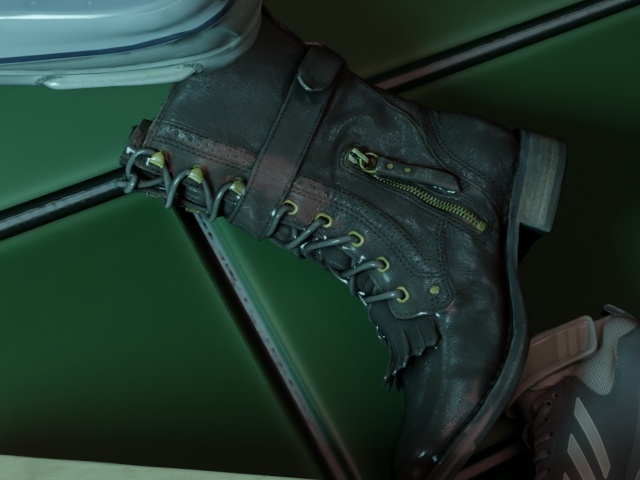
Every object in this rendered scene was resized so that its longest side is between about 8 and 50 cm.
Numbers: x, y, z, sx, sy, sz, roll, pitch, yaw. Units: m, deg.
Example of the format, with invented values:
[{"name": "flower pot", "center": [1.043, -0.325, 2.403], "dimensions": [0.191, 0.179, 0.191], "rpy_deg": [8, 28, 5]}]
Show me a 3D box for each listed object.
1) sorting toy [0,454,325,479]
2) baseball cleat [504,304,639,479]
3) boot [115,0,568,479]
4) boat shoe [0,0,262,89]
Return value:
[{"name": "sorting toy", "center": [-0.113, 0.225, 0.777], "dimensions": [0.257, 0.089, 0.255], "rpy_deg": [1, 64, 25]}, {"name": "baseball cleat", "center": [0.126, 0.121, 1.006], "dimensions": [0.109, 0.072, 0.206], "rpy_deg": [30, 55, 13]}, {"name": "boot", "center": [0.000, 0.000, 1.005], "dimensions": [0.229, 0.091, 0.263], "rpy_deg": [21, 56, -5]}, {"name": "boat shoe", "center": [-0.204, -0.121, 0.949], "dimensions": [0.367, 0.156, 0.136], "rpy_deg": [-2, 68, 10]}]
